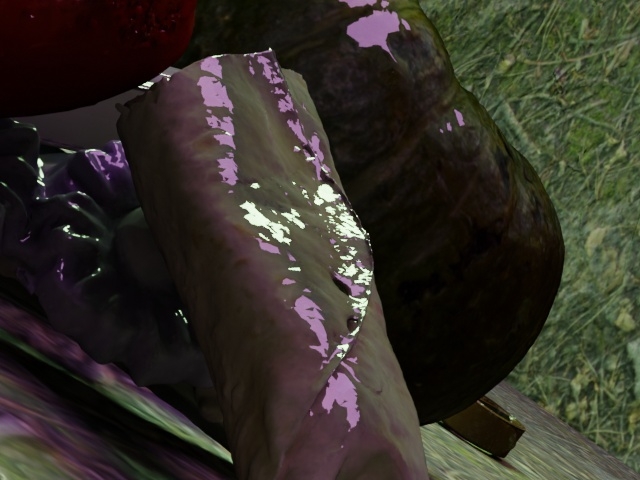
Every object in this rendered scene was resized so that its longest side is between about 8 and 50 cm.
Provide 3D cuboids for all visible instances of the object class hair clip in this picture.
[{"bbox_3d":[-0.104,-0.001,0.698,0.292,0.084,0.106,30,46,-16],"label":"hair clip"}]

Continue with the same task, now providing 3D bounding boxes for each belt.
[{"bbox_3d":[0.126,0.143,1.525,0.083,0.036,0.059,31,9,-45],"label":"belt"}]

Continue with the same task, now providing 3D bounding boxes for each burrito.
[{"bbox_3d":[-0.014,0.016,0.633,0.087,0.060,0.226,18,37,-35],"label":"burrito"}]

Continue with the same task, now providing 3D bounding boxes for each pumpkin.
[{"bbox_3d":[0.000,0.000,1.058,0.325,0.242,0.232,39,25,-60],"label":"pumpkin"}]

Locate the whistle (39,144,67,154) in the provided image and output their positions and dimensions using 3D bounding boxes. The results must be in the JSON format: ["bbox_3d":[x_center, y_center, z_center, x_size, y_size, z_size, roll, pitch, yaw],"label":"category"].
[{"bbox_3d":[-0.157,-0.034,0.870,0.312,0.062,0.062,34,2,26],"label":"whistle"}]

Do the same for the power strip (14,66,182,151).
[{"bbox_3d":[-0.166,-0.074,0.801,0.278,0.038,0.109,12,9,-12],"label":"power strip"}]

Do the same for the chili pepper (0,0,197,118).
[{"bbox_3d":[-0.138,-0.085,0.608,0.110,0.110,0.387,34,29,29],"label":"chili pepper"}]
